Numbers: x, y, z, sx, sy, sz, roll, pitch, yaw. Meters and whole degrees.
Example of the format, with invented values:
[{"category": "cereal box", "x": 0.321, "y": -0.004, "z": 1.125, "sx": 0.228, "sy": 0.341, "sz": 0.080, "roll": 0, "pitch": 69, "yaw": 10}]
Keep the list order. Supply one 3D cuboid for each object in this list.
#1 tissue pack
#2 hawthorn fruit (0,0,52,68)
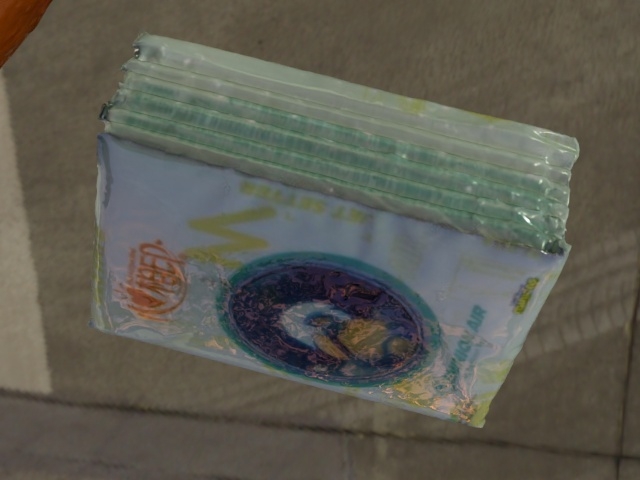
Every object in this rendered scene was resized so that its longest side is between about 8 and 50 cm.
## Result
[{"category": "tissue pack", "x": 0.000, "y": 0.000, "z": 1.077, "sx": 0.388, "sy": 0.162, "sz": 0.287, "roll": 14, "pitch": 140, "yaw": -1}, {"category": "hawthorn fruit", "x": -0.316, "y": -0.196, "z": 0.502, "sx": 0.472, "sy": 0.471, "sz": 0.471, "roll": 7, "pitch": 120, "yaw": 12}]
